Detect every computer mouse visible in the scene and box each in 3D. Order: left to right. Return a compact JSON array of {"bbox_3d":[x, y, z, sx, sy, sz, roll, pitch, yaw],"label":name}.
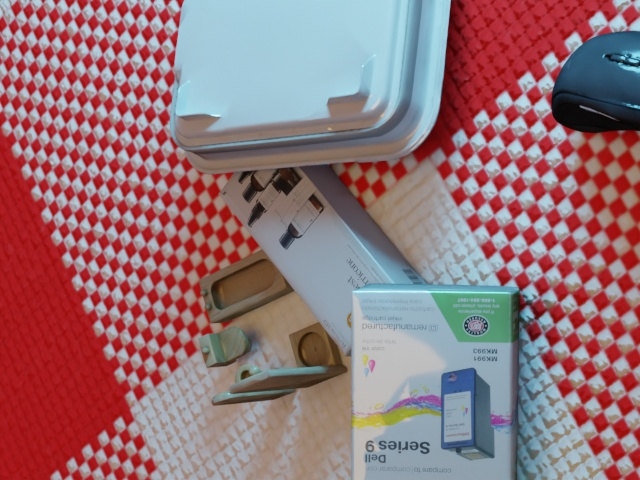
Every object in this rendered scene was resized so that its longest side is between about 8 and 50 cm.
[{"bbox_3d":[0.308,-0.171,1.680,0.184,0.060,0.262,-54,32,-10],"label":"computer mouse"}]

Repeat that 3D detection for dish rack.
[{"bbox_3d":[-0.024,-0.217,1.932,0.333,0.072,0.285,-4,75,39],"label":"dish rack"}]

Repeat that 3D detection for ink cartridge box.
[{"bbox_3d":[0.109,0.150,1.817,0.154,0.093,0.212,1,93,9],"label":"ink cartridge box"}]

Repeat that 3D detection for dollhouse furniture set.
[{"bbox_3d":[-0.083,0.089,1.985,0.144,0.123,0.151,-25,75,36],"label":"dollhouse furniture set"}]

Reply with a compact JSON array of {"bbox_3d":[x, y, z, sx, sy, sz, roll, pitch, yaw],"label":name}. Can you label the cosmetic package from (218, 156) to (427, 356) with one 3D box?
[{"bbox_3d":[0.000,0.000,1.958,0.239,0.060,0.099,51,120,27],"label":"cosmetic package"}]
